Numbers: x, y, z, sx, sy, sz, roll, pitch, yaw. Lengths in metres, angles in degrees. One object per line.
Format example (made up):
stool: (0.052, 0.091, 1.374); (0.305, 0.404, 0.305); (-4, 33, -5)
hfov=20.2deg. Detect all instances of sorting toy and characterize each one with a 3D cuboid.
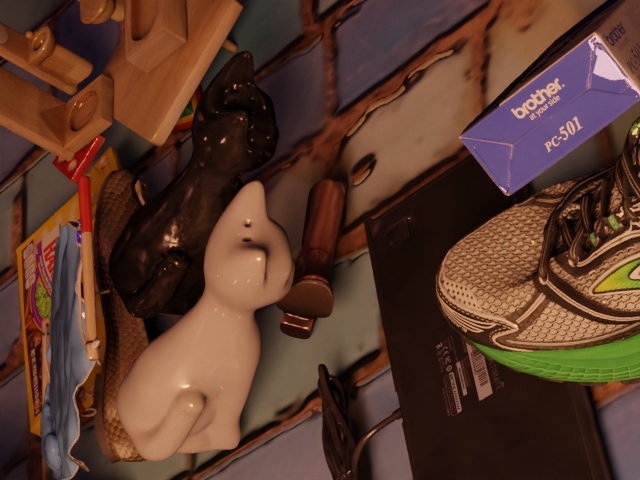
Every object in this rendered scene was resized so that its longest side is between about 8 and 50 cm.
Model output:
sorting toy: (-0.123, -0.139, 1.490); (0.274, 0.046, 0.132); (-59, 36, 1)

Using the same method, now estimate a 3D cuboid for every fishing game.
fishing game: (-0.172, 0.080, 1.276); (0.264, 0.041, 0.189); (116, 152, -57)

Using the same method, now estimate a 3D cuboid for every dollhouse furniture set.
dollhouse furniture set: (-0.206, -0.182, 1.473); (0.151, 0.123, 0.144); (-34, 44, 32)

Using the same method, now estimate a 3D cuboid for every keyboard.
keyboard: (0.073, 0.098, 1.106); (0.201, 0.033, 0.317); (-33, 43, 25)

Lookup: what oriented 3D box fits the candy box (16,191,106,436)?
candy box: (-0.205, 0.054, 1.476); (0.105, 0.027, 0.206); (-38, 41, 23)

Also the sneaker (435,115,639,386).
sneaker: (0.189, -0.027, 0.949); (0.343, 0.146, 0.134); (-25, 48, 40)

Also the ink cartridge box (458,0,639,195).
ink cartridge box: (0.156, -0.099, 1.024); (0.097, 0.046, 0.207); (-37, 3, 29)

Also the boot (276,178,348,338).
boot: (0.000, 0.000, 1.227); (0.106, 0.037, 0.114); (123, 164, -68)

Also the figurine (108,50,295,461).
figurine: (-0.074, 0.011, 1.216); (0.215, 0.092, 0.209); (-99, 26, -45)

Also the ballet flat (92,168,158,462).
ballet flat: (-0.136, 0.052, 1.363); (0.058, 0.084, 0.250); (-12, 55, 13)
